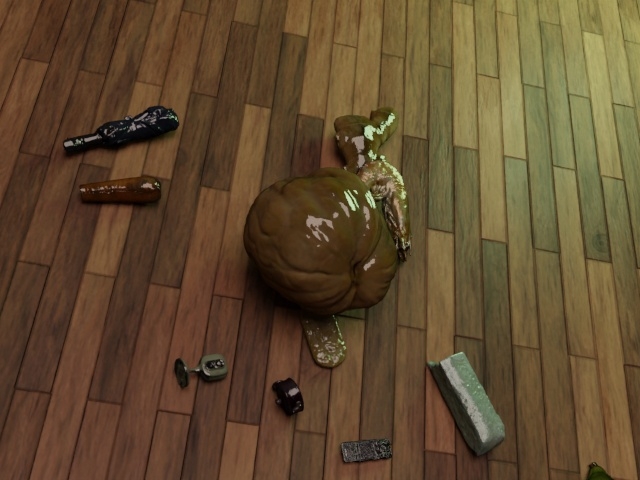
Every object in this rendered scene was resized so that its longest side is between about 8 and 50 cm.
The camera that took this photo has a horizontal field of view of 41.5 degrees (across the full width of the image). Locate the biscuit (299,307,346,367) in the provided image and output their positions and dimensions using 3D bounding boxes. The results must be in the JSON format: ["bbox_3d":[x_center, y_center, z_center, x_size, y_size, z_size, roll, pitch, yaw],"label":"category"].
[{"bbox_3d":[0.005,0.182,1.652,0.071,0.018,0.147,-9,62,-20],"label":"biscuit"}]

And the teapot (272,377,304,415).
[{"bbox_3d":[-0.063,0.286,1.544,0.045,0.068,0.100,-19,30,-22],"label":"teapot"}]

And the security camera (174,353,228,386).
[{"bbox_3d":[-0.215,0.234,1.550,0.092,0.058,0.058,-12,62,-30],"label":"security camera"}]

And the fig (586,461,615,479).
[{"bbox_3d":[0.524,0.499,1.552,0.132,0.185,0.127,20,94,-8],"label":"fig"}]

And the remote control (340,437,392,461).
[{"bbox_3d":[0.084,0.386,1.548,0.096,0.014,0.039,-2,59,-17],"label":"remote control"}]

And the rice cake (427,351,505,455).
[{"bbox_3d":[0.283,0.307,1.618,0.069,0.063,0.207,-12,63,-23],"label":"rice cake"}]

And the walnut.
[{"bbox_3d":[0.000,0.000,1.613,0.296,0.285,0.285,8,53,-41],"label":"walnut"}]

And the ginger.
[{"bbox_3d":[0.088,-0.191,1.875,0.147,0.081,0.334,28,56,-21],"label":"ginger"}]

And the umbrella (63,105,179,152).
[{"bbox_3d":[-0.420,-0.234,1.779,0.248,0.071,0.071,-16,64,-18],"label":"umbrella"}]

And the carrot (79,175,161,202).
[{"bbox_3d":[-0.403,-0.100,1.708,0.161,0.055,0.055,-3,59,-8],"label":"carrot"}]

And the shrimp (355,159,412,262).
[{"bbox_3d":[0.136,-0.062,1.792,0.133,0.053,0.236,-3,74,-35],"label":"shrimp"}]
